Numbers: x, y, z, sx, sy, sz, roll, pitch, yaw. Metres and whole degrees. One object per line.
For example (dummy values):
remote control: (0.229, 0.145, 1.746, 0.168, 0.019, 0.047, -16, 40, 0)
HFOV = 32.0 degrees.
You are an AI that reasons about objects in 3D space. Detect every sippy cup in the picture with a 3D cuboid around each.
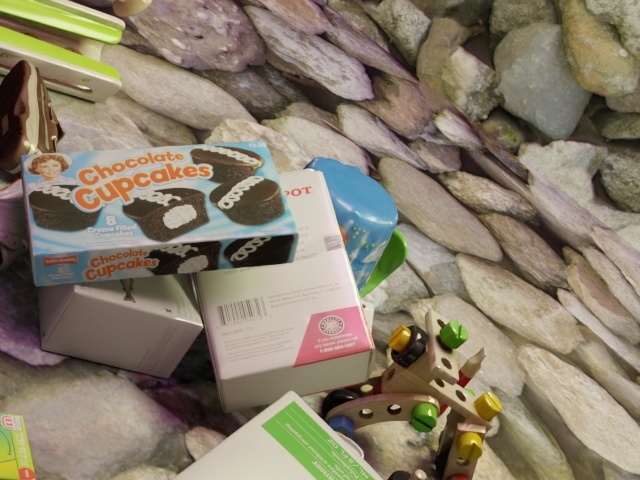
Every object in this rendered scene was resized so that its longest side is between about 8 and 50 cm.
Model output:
sippy cup: (0.000, 0.000, 1.753, 0.240, 0.224, 0.305, 39, 25, 6)

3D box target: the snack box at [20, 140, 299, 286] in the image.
snack box: (-0.206, -0.040, 1.405, 0.322, 0.060, 0.187, -5, 44, -16)

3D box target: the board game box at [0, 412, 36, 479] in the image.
board game box: (-0.386, 0.214, 1.128, 0.181, 0.043, 0.092, 15, 32, -36)

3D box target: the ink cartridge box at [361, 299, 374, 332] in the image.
ink cartridge box: (0.044, 0.146, 1.702, 0.063, 0.029, 0.115, 20, 70, -30)

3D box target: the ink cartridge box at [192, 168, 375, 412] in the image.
ink cartridge box: (-0.063, 0.064, 1.503, 0.207, 0.117, 0.283, -11, 61, -8)

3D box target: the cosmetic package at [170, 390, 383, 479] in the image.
cosmetic package: (-0.085, 0.328, 1.171, 0.197, 0.155, 0.365, 43, 25, 9)

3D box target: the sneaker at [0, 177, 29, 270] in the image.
sneaker: (-0.396, -0.014, 1.456, 0.262, 0.099, 0.121, -7, 58, -35)

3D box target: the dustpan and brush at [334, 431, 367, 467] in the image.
dustpan and brush: (-0.017, 0.283, 1.401, 0.211, 0.147, 0.060, 19, 30, 31)

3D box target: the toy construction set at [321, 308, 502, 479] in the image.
toy construction set: (0.176, 0.210, 1.588, 0.257, 0.237, 0.309, 39, 25, 8)

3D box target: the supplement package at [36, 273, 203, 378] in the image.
supplement package: (-0.258, 0.089, 1.425, 0.179, 0.105, 0.105, 18, 33, -31)

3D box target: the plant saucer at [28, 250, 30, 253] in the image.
plant saucer: (-0.366, -0.020, 1.584, 0.067, 0.018, 0.192, 28, 26, -14)

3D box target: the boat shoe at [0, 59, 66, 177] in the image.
boat shoe: (-0.438, -0.172, 1.693, 0.095, 0.095, 0.257, 34, 28, -35)

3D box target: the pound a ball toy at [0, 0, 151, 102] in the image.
pound a ball toy: (-0.455, -0.362, 1.886, 0.319, 0.135, 0.208, 13, 69, -38)
